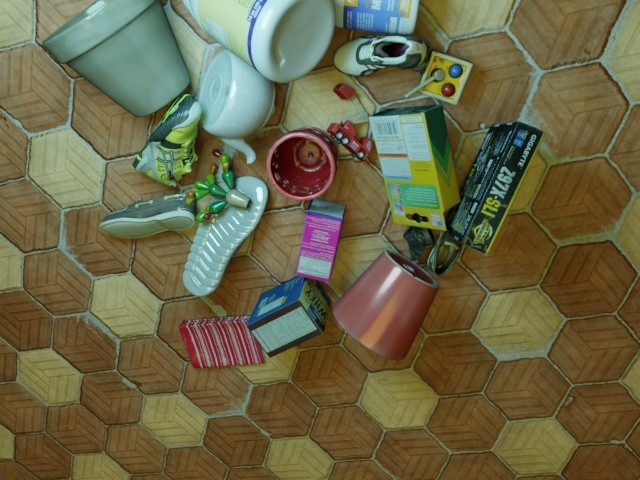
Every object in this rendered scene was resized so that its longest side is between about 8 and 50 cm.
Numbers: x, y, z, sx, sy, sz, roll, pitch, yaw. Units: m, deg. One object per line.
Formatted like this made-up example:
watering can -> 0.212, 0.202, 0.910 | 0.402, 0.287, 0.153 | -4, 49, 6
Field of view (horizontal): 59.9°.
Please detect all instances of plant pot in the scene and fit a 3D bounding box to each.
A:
plant pot -> -0.505, -0.492, 1.469 | 0.322, 0.323, 0.280 | -22, 124, 17
plant pot -> 0.208, 0.178, 1.667 | 0.274, 0.275, 0.243 | 30, 103, -5
plant pot -> -0.042, -0.227, 1.561 | 0.190, 0.174, 0.191 | 3, 115, 7

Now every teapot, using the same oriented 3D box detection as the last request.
teapot -> -0.205, -0.389, 1.513 | 0.186, 0.253, 0.256 | 9, 145, -35

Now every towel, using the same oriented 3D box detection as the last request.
towel -> -0.345, 0.360, 1.946 | 0.274, 0.031, 0.199 | -7, 113, 11

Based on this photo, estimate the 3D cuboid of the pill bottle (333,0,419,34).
pill bottle -> 0.109, -0.604, 1.384 | 0.271, 0.152, 0.153 | 8, 114, 5

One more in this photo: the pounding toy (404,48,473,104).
pounding toy -> 0.308, -0.424, 1.461 | 0.141, 0.100, 0.130 | 18, 115, 0

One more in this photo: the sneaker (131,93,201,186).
sneaker -> -0.403, -0.278, 1.575 | 0.147, 0.145, 0.384 | 34, 149, -19

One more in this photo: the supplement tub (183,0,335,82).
supplement tub -> -0.153, -0.553, 1.325 | 0.331, 0.241, 0.241 | 40, 118, 25

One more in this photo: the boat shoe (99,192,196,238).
boat shoe -> -0.540, -0.081, 1.747 | 0.323, 0.097, 0.117 | -8, 153, 16

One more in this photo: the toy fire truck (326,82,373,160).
toy fire truck -> 0.089, -0.329, 1.554 | 0.192, 0.047, 0.135 | 37, 85, -26

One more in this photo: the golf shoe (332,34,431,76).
golf shoe -> 0.141, -0.485, 1.422 | 0.272, 0.120, 0.105 | 4, 96, 29

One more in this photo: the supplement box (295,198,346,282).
supplement box -> 0.000, 0.000, 1.689 | 0.113, 0.111, 0.220 | 13, 116, 2

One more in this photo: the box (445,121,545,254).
box -> 0.437, -0.142, 1.439 | 0.079, 0.257, 0.322 | 23, 99, 0

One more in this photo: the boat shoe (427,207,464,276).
boat shoe -> 0.394, -0.004, 1.634 | 0.095, 0.095, 0.258 | 17, 115, 1

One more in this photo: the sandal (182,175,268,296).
sandal -> -0.299, -0.019, 1.734 | 0.169, 0.102, 0.417 | 36, 98, 13

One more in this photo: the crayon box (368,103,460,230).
crayon box -> 0.261, -0.198, 1.519 | 0.203, 0.083, 0.323 | 12, 124, 51

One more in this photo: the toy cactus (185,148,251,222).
toy cactus -> -0.292, -0.147, 1.642 | 0.180, 0.112, 0.219 | 22, 83, 9

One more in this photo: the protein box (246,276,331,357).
protein box -> -0.095, 0.227, 1.755 | 0.201, 0.200, 0.136 | -28, 107, 19

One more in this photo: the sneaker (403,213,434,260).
sneaker -> 0.282, -0.028, 1.664 | 0.089, 0.051, 0.170 | -19, 102, 26
